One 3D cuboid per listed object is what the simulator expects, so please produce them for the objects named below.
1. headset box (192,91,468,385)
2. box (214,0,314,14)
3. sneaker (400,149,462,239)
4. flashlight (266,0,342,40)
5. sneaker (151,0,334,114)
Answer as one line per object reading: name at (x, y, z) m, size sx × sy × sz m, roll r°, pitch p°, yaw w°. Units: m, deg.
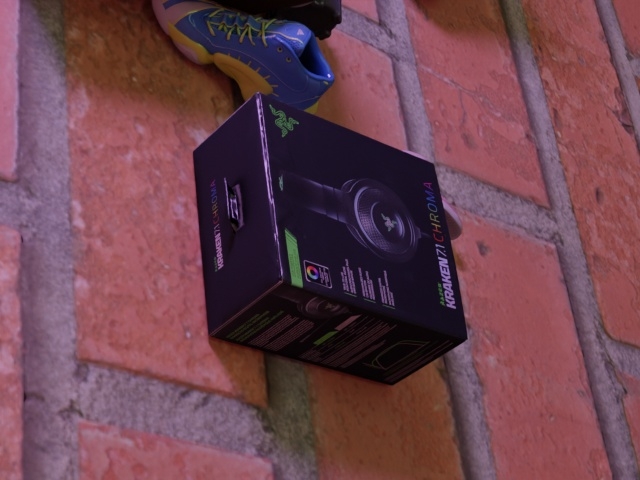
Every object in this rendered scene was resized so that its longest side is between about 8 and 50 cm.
headset box at (0.000, 0.000, 1.499) m, size 0.283 × 0.131 × 0.246 m, roll 19°, pitch 49°, yaw -35°
box at (-0.155, -0.381, 1.554) m, size 0.381 × 0.191 × 0.143 m, roll 14°, pitch 79°, yaw -40°
sneaker at (0.137, -0.064, 1.753) m, size 0.134 × 0.051 × 0.070 m, roll 40°, pitch 45°, yaw -10°
flashlight at (-0.010, -0.395, 1.813) m, size 0.103 × 0.103 × 0.304 m, roll 21°, pitch 47°, yaw -28°
sneaker at (-0.079, -0.241, 1.604) m, size 0.240 × 0.126 × 0.091 m, roll 40°, pitch 40°, yaw -17°
